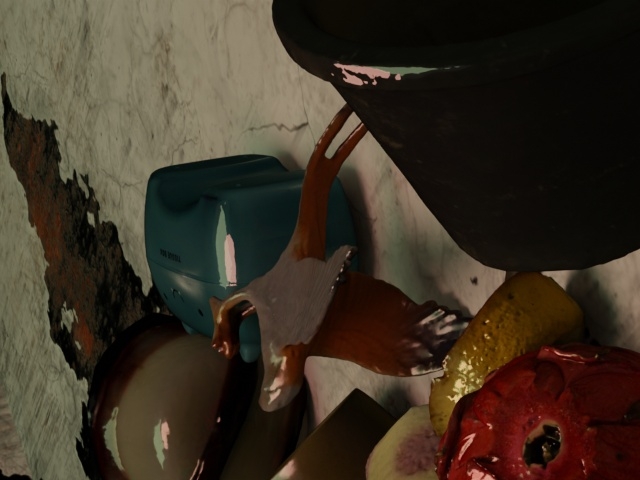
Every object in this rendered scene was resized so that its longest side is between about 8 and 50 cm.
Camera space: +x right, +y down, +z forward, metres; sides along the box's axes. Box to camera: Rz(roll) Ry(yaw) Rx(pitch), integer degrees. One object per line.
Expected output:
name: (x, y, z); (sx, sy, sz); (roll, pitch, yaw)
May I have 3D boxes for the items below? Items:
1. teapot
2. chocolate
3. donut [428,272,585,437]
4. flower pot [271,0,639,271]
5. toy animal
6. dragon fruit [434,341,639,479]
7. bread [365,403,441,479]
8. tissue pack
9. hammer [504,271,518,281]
teapot: (0.041, 0.283, 2.171); (0.175, 0.185, 0.268); (46, -175, 2)
chocolate: (-0.130, 0.223, 2.442); (0.186, 0.284, 0.283); (-14, 88, 51)
donut: (0.175, 0.116, 1.777); (0.065, 0.162, 0.178); (34, 101, 29)
flower pot: (0.165, -0.130, 1.536); (0.379, 0.379, 0.251); (41, 154, 55)
toy animal: (-0.017, 0.012, 2.028); (0.302, 0.225, 0.284); (-29, 57, 32)
dragon fruit: (0.213, 0.197, 1.637); (0.252, 0.241, 0.241); (99, 152, -63)
bread: (0.139, 0.318, 1.788); (0.155, 0.187, 0.338); (-48, 24, 28)
tissue pack: (-0.081, 0.016, 2.260); (0.287, 0.198, 0.206); (18, 117, 62)
hammer: (0.186, 0.105, 1.912); (0.125, 0.027, 0.297); (45, 141, 44)
